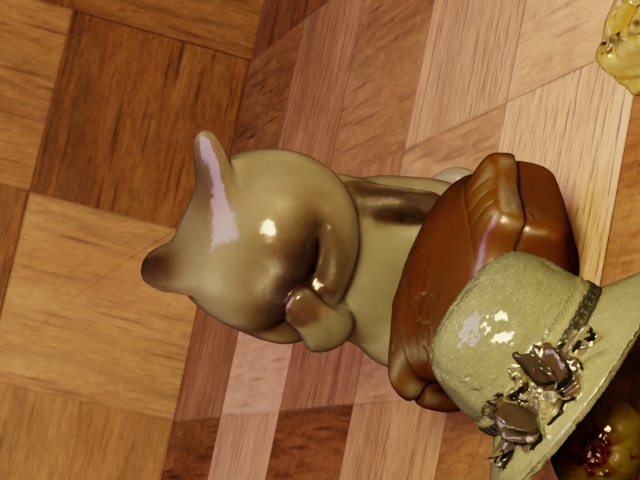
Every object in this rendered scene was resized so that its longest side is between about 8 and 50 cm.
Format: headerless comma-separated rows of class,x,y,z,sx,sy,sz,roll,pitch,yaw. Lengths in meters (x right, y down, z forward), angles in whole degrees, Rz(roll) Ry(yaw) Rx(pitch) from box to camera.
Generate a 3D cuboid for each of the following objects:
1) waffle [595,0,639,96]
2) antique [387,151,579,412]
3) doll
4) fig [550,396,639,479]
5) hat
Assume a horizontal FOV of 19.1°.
waffle,0.355,-0.271,1.344,0.376,0.114,0.261,-63,16,-18
antique,0.160,0.048,1.854,0.223,0.129,0.278,-95,25,-51
doll,0.024,0.018,2.034,0.226,0.370,0.215,57,131,41
fig,0.236,0.174,1.603,0.098,0.082,0.084,3,-98,-74
hat,0.168,0.088,1.615,0.257,0.130,0.257,-55,-1,-1
